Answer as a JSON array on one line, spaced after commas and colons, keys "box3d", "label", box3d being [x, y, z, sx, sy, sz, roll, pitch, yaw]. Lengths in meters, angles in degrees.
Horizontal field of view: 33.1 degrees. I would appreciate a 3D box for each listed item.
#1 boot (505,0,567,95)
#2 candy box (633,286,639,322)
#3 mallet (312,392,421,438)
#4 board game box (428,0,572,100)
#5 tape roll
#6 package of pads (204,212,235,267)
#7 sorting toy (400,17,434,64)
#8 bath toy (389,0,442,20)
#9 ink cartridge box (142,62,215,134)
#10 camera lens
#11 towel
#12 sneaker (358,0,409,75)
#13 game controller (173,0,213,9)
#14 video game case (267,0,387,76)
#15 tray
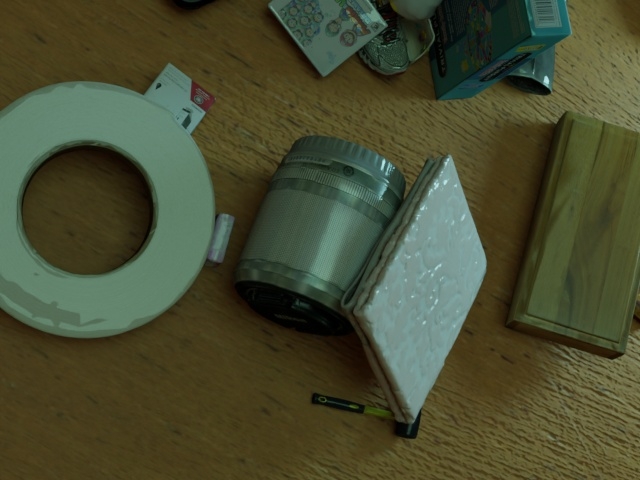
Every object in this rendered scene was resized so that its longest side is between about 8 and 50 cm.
[{"box3d": [0.371, -0.394, 2.005, 0.190, 0.076, 0.208, 21, 80, -13], "label": "boot"}, {"box3d": [0.622, 0.056, 2.013, 0.109, 0.053, 0.186, 39, 71, -9], "label": "candy box"}, {"box3d": [0.077, 0.290, 1.782, 0.190, 0.039, 0.062, 8, 74, -15], "label": "mallet"}, {"box3d": [0.281, -0.410, 1.824, 0.079, 0.336, 0.253, -6, 82, -21], "label": "board game box"}, {"box3d": [-0.352, -0.046, 1.633, 0.392, 0.072, 0.392, 1, 88, -14], "label": "tape roll"}, {"box3d": [-0.166, 0.000, 1.737, 0.032, 0.050, 0.083, 19, 75, -16], "label": "package of pads"}, {"box3d": [0.180, -0.366, 1.919, 0.045, 0.075, 0.083, -14, 85, -22], "label": "sorting toy"}, {"box3d": [0.152, -0.546, 1.854, 0.151, 0.129, 0.348, 15, 56, -46], "label": "bath toy"}, {"box3d": [-0.250, -0.202, 1.741, 0.099, 0.056, 0.135, 36, 70, -10], "label": "ink cartridge box"}, {"box3d": [0.000, 0.000, 1.706, 0.219, 0.219, 0.274, 25, 73, -14], "label": "camera lens"}, {"box3d": [0.161, 0.079, 1.724, 0.332, 0.053, 0.317, -58, 143, -28], "label": "towel"}, {"box3d": [0.099, -0.395, 1.886, 0.088, 0.093, 0.225, -20, 88, -22], "label": "sneaker"}, {"box3d": [-0.150, -0.514, 1.832, 0.319, 0.067, 0.166, -32, 92, -23], "label": "game controller"}, {"box3d": [0.012, -0.384, 1.839, 0.143, 0.019, 0.157, -38, 99, 3], "label": "video game case"}, {"box3d": [0.485, -0.013, 1.938, 0.203, 0.076, 0.411, 17, 75, 0], "label": "tray"}]
